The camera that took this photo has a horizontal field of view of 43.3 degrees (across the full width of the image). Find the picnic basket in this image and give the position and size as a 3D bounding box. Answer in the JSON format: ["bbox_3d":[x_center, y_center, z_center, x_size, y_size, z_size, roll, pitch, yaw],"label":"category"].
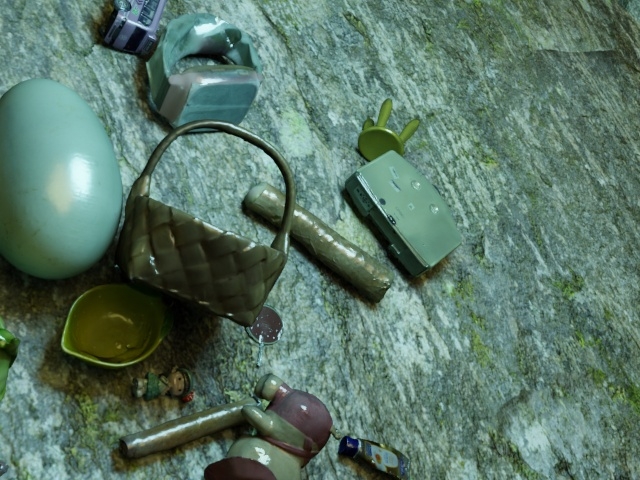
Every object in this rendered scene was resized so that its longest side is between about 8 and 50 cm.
[{"bbox_3d":[-0.179,-0.046,1.378,0.293,0.337,0.337,24,53,-20],"label":"picnic basket"}]

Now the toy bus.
[{"bbox_3d":[-0.383,-0.485,1.688,0.108,0.096,0.198,25,50,-24],"label":"toy bus"}]

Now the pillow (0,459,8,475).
[{"bbox_3d":[-0.549,0.323,1.149,0.185,0.043,0.118,36,52,-10],"label":"pillow"}]

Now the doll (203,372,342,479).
[{"bbox_3d":[-0.088,0.367,1.346,0.196,0.152,0.255,38,61,-21],"label":"doll"}]

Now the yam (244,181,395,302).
[{"bbox_3d":[0.000,0.000,1.661,0.357,0.081,0.081,36,50,-10],"label":"yam"}]

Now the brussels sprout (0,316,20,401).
[{"bbox_3d":[-0.558,0.154,1.111,0.260,0.227,0.294,28,44,25],"label":"brussels sprout"}]

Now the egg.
[{"bbox_3d":[-0.451,-0.108,1.340,0.230,0.230,0.370,2,57,-32],"label":"egg"}]

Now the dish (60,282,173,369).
[{"bbox_3d":[-0.345,0.152,1.354,0.208,0.080,0.148,-21,73,-37],"label":"dish"}]

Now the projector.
[{"bbox_3d":[0.191,-0.065,1.812,0.194,0.088,0.269,-33,85,-41],"label":"projector"}]

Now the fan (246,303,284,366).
[{"bbox_3d":[-0.109,0.180,1.535,0.085,0.005,0.133,20,54,-22],"label":"fan"}]

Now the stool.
[{"bbox_3d":[0.154,-0.249,1.881,0.110,0.135,0.134,-62,147,-42],"label":"stool"}]

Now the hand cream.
[{"bbox_3d":[0.110,0.411,1.522,0.163,0.039,0.062,27,37,-20],"label":"hand cream"}]

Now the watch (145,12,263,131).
[{"bbox_3d":[-0.243,-0.367,1.678,0.253,0.161,0.241,-9,62,-38],"label":"watch"}]

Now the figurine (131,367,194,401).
[{"bbox_3d":[-0.266,0.249,1.370,0.106,0.047,0.059,0,86,-30],"label":"figurine"}]

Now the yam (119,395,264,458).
[{"bbox_3d":[-0.215,0.316,1.364,0.264,0.046,0.046,-11,70,-35],"label":"yam"}]
